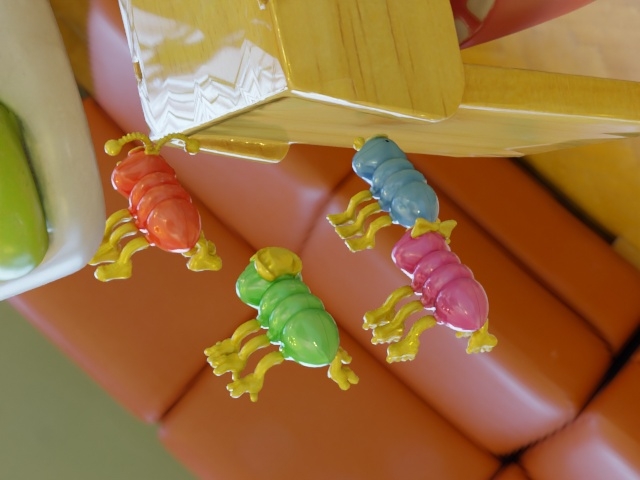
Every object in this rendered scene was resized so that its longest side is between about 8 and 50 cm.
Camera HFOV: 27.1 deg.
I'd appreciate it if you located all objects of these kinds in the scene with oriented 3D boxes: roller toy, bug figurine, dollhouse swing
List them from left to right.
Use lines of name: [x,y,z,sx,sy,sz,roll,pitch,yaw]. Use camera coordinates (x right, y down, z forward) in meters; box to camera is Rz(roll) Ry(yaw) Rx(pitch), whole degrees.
roller toy: [-0.185,-0.057,0.541,0.209,0.146,0.191,150,99,-74]
bug figurine: [0.000,0.000,0.857,0.216,0.279,0.072,51,134,37]
dollhouse swing: [0.040,-0.196,0.977,0.347,0.305,0.315,175,82,-70]

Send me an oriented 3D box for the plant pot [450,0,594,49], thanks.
plant pot: [0.112,-0.272,1.045,0.275,0.243,0.275,19,127,27]
